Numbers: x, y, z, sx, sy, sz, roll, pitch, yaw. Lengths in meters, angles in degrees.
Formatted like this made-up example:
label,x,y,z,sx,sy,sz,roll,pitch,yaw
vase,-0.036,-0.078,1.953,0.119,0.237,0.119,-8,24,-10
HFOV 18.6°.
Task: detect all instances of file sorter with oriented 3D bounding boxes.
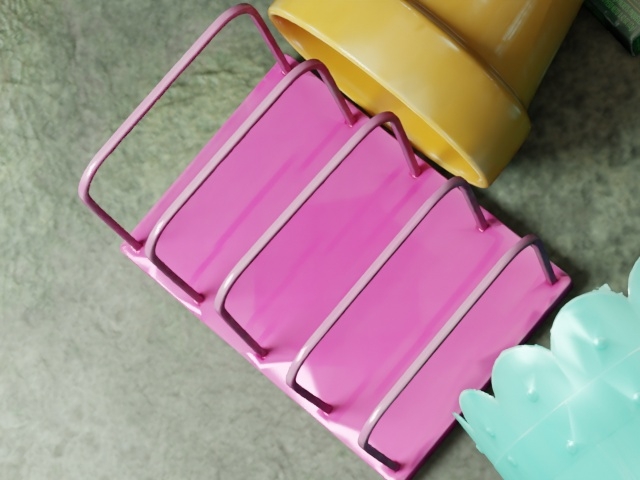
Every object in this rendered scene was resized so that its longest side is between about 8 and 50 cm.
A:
label,x,y,z,sx,sy,sz,roll,pitch,yaw
file sorter,0.000,0.000,1.404,0.291,0.182,0.202,39,87,18

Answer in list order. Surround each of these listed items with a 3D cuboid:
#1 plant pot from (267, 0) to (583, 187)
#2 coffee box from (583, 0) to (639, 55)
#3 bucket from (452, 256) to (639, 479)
label,x,y,z,sx,sy,sz,roll,pitch,yaw
plant pot,0.098,-0.173,1.412,0.205,0.205,0.188,38,88,18
coffee box,0.268,-0.242,1.480,0.184,0.040,0.113,-41,72,0
bucket,0.243,0.115,1.286,0.281,0.281,0.183,-35,76,2
